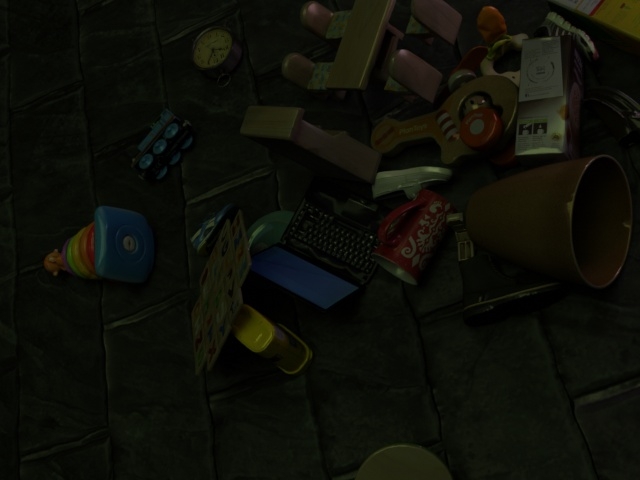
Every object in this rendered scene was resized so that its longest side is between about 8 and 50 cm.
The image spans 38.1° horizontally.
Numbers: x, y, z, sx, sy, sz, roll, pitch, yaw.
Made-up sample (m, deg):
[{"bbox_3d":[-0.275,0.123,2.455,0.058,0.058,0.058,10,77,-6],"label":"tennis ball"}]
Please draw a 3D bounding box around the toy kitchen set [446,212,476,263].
[{"bbox_3d":[0.294,-0.008,1.823,0.068,0.083,0.075,-10,64,24],"label":"toy kitchen set"}]

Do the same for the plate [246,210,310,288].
[{"bbox_3d":[-0.104,0.016,2.056,0.188,0.024,0.188,-10,64,22],"label":"plate"}]

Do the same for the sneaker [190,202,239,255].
[{"bbox_3d":[-0.247,-0.035,2.135,0.144,0.053,0.059,-48,53,-1],"label":"sneaker"}]

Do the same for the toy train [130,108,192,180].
[{"bbox_3d":[-0.394,-0.232,2.289,0.184,0.080,0.105,-50,46,2],"label":"toy train"}]

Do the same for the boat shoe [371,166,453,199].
[{"bbox_3d":[0.190,-0.116,1.942,0.184,0.066,0.063,-4,79,24],"label":"boat shoe"}]

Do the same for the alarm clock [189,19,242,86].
[{"bbox_3d":[-0.256,-0.456,2.324,0.129,0.064,0.192,-25,56,15],"label":"alarm clock"}]

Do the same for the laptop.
[{"bbox_3d":[0.000,0.000,1.925,0.234,0.136,0.264,27,85,25],"label":"laptop"}]

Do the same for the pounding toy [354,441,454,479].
[{"bbox_3d":[0.162,0.471,1.682,0.183,0.110,0.236,-13,91,10],"label":"pounding toy"}]

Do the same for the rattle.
[{"bbox_3d":[0.390,-0.365,1.908,0.130,0.142,0.199,-1,60,7],"label":"rattle"}]

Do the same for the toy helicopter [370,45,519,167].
[{"bbox_3d":[0.256,-0.259,1.936,0.355,0.140,0.234,-10,70,37],"label":"toy helicopter"}]

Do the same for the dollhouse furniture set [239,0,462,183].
[{"bbox_3d":[0.034,-0.353,1.955,0.362,0.256,0.394,12,82,49],"label":"dollhouse furniture set"}]

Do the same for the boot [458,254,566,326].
[{"bbox_3d":[0.356,0.071,1.767,0.198,0.077,0.137,-17,56,19],"label":"boot"}]

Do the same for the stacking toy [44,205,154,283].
[{"bbox_3d":[-0.557,0.036,2.221,0.302,0.166,0.175,-14,74,35],"label":"stacking toy"}]

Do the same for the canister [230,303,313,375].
[{"bbox_3d":[-0.103,0.201,1.882,0.126,0.170,0.073,36,87,35],"label":"canister"}]

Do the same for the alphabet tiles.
[{"bbox_3d":[-0.212,0.105,1.942,0.285,0.011,0.342,-63,21,23],"label":"alphabet tiles"}]

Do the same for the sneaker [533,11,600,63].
[{"bbox_3d":[0.503,-0.403,1.909,0.075,0.063,0.170,-42,51,4],"label":"sneaker"}]

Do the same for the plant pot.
[{"bbox_3d":[0.407,-0.041,1.714,0.254,0.237,0.237,5,70,43],"label":"plant pot"}]

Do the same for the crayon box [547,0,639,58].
[{"bbox_3d":[0.644,-0.484,1.860,0.318,0.081,0.202,39,89,35],"label":"crayon box"}]

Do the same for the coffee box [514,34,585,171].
[{"bbox_3d":[0.450,-0.258,1.809,0.098,0.141,0.246,-1,74,27],"label":"coffee box"}]

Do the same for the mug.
[{"bbox_3d":[0.192,-0.015,1.848,0.113,0.150,0.169,32,80,16],"label":"mug"}]

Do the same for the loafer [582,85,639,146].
[{"bbox_3d":[0.585,-0.224,1.772,0.220,0.080,0.078,37,87,34],"label":"loafer"}]
